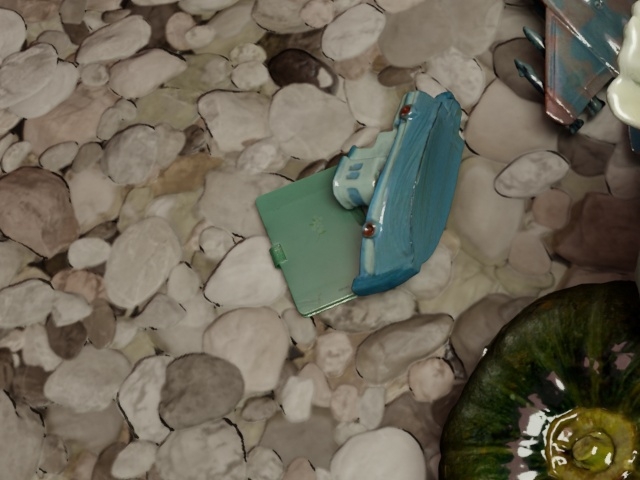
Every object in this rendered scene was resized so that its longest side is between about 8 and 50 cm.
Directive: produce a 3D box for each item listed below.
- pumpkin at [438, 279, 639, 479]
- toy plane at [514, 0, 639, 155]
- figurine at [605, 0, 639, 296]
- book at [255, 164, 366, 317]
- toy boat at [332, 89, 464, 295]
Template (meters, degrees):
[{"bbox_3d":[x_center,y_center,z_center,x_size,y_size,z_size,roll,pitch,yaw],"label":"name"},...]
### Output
[{"bbox_3d":[0.228,0.166,0.606,0.260,0.189,0.260,-16,59,29],"label":"pumpkin"},{"bbox_3d":[0.249,-0.239,0.782,0.223,0.104,0.326,-41,73,-7],"label":"toy plane"},{"bbox_3d":[0.273,-0.105,0.462,0.275,0.227,0.393,17,75,-28],"label":"figurine"},{"bbox_3d":[0.000,0.000,0.785,0.103,0.017,0.135,-23,69,-2],"label":"book"},{"bbox_3d":[0.068,-0.047,0.759,0.102,0.088,0.215,2,65,34],"label":"toy boat"}]
